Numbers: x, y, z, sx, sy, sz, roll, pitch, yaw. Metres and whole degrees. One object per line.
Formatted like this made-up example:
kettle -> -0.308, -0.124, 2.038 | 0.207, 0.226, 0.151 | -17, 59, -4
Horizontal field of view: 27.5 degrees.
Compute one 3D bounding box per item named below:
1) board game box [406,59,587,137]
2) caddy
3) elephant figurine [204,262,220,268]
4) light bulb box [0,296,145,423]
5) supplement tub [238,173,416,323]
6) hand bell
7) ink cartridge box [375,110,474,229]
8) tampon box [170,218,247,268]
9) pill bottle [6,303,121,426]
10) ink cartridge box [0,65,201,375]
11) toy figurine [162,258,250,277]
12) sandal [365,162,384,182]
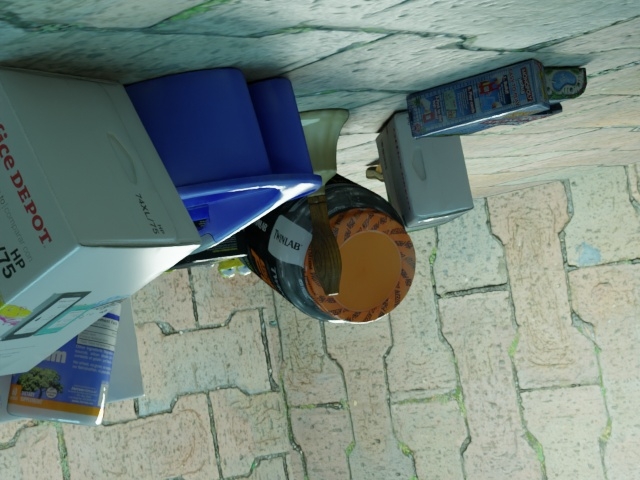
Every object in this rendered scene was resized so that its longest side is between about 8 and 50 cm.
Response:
board game box -> 0.247, -0.184, 1.695 | 0.194, 0.060, 0.194 | -7, 177, -35
caddy -> -0.166, -0.071, 1.464 | 0.341, 0.179, 0.241 | -11, 177, 27
elephant figurine -> -0.135, -0.031, 2.547 | 0.239, 0.186, 0.169 | 18, 154, 30
light bulb box -> -0.521, 0.123, 2.213 | 0.361, 0.358, 0.225 | -7, 179, -40
supplement tub -> 0.000, 0.000, 1.982 | 0.207, 0.207, 0.338 | -8, -164, -20
hand bell -> -0.005, -0.046, 1.768 | 0.126, 0.242, 0.126 | -8, 177, -1
ink cartridge box -> 0.151, -0.102, 1.942 | 0.092, 0.160, 0.219 | -11, 177, -6
tampon box -> -0.195, -0.042, 1.999 | 0.101, 0.161, 0.120 | -7, 176, -37
pill bottle -> -0.397, 0.149, 2.059 | 0.152, 0.272, 0.152 | 7, 171, 1
ink cartridge box -> -0.301, -0.011, 1.283 | 0.270, 0.198, 0.197 | -35, 164, 25
toy figurine -> -0.164, -0.075, 2.180 | 0.362, 0.191, 0.217 | -5, 146, -28
sandal -> 0.136, -0.132, 2.412 | 0.072, 0.049, 0.180 | -2, -172, -24
